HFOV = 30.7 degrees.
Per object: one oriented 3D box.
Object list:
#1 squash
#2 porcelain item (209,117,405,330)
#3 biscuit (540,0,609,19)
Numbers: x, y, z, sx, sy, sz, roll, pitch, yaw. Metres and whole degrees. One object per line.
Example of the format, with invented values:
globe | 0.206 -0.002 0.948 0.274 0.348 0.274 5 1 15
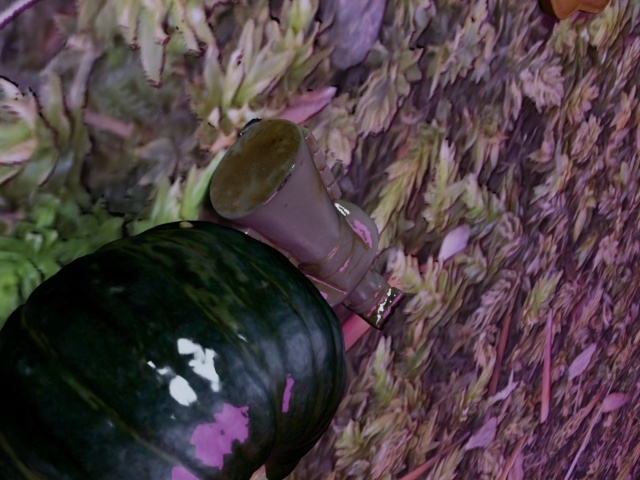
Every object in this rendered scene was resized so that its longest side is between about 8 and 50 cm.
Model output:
squash | -0.086 0.090 0.633 0.218 0.172 0.218 -32 137 -35
porcelain item | 0.000 0.000 0.795 0.084 0.054 0.213 -54 146 -9
biscuit | 0.229 -0.236 0.969 0.140 0.023 0.118 -50 145 -19
